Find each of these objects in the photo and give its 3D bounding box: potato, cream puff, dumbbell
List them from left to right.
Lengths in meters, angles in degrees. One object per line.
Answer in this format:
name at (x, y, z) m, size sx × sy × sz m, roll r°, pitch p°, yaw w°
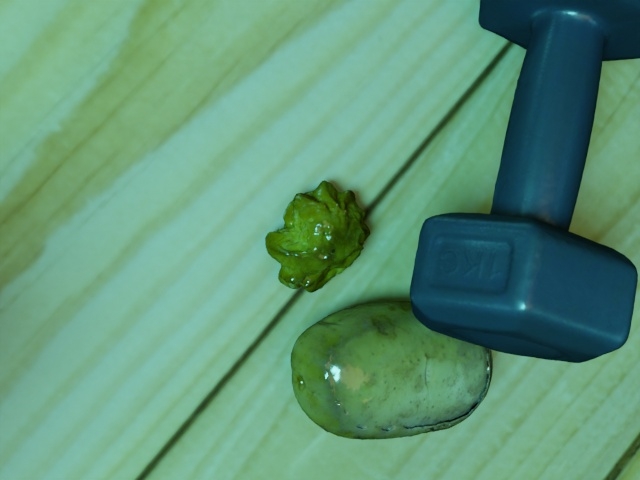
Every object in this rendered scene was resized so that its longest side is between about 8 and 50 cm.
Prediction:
cream puff at (0.000, 0.000, 0.605) m, size 0.083 × 0.058 × 0.083 m, roll -19°, pitch 105°, yaw -17°
potato at (0.058, 0.100, 0.626) m, size 0.170 × 0.080 × 0.107 m, roll -5°, pitch 90°, yaw -27°
dumbbell at (0.163, -0.079, 0.573) m, size 0.160 × 0.144 × 0.325 m, roll 19°, pitch 79°, yaw -18°
